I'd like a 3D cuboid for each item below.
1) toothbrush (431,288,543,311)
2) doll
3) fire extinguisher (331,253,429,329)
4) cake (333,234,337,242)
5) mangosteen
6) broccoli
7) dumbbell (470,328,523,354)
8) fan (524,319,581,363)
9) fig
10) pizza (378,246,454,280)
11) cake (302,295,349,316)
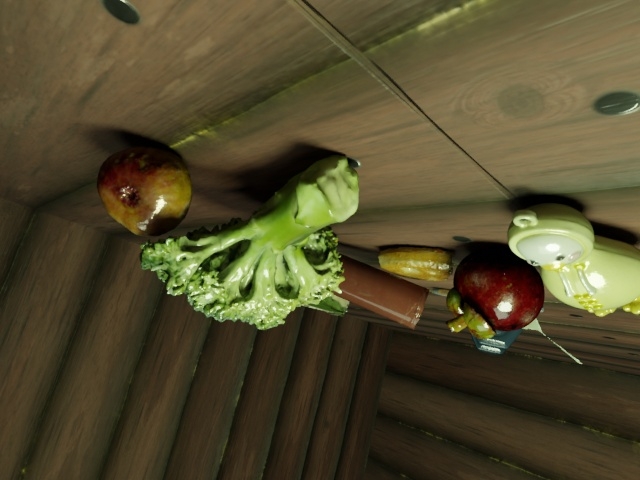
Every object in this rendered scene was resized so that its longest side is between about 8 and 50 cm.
[{"bbox_3d":[0.500,0.181,1.283,0.320,0.023,0.031,7,158,24],"label":"toothbrush"},{"bbox_3d":[0.370,0.032,0.614,0.296,0.117,0.141,21,162,-28],"label":"doll"},{"bbox_3d":[0.102,0.096,1.064,0.336,0.107,0.147,23,-146,14],"label":"fire extinguisher"},{"bbox_3d":[0.000,0.000,1.027,0.083,0.044,0.084,14,168,3],"label":"cake"},{"bbox_3d":[0.327,0.110,0.817,0.199,0.200,0.200,14,167,3],"label":"mangosteen"},{"bbox_3d":[-0.055,0.003,0.767,0.396,0.275,0.353,-35,178,22],"label":"broccoli"},{"bbox_3d":[0.584,0.301,1.425,0.144,0.160,0.325,-22,157,10],"label":"dumbbell"},{"bbox_3d":[0.488,0.192,1.011,0.310,0.010,0.182,39,147,15],"label":"fan"},{"bbox_3d":[-0.304,-0.088,0.802,0.159,0.160,0.257,15,-179,-2],"label":"fig"},{"bbox_3d":[0.247,0.057,0.984,0.161,0.063,0.182,31,155,-31],"label":"pizza"},{"bbox_3d":[-0.032,0.115,1.290,0.172,0.158,0.283,8,164,30],"label":"cake"}]
